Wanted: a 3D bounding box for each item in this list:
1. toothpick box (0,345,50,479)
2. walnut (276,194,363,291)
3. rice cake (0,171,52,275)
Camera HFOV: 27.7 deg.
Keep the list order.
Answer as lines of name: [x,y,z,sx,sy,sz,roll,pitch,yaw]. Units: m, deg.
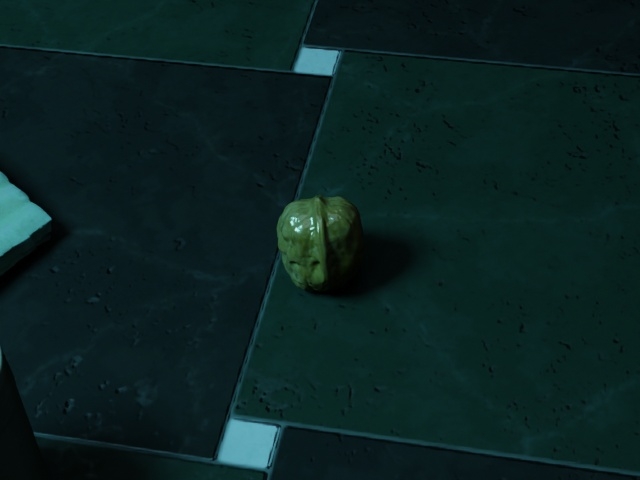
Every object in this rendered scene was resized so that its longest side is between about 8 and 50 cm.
toothpick box: [-0.279,0.153,1.001,0.111,0.181,0.111,-2,47,3]
walnut: [0.000,0.000,1.179,0.079,0.096,0.082,-4,37,1]
rice cake: [-0.375,-0.007,1.228,0.198,0.037,0.189,-34,64,-31]
